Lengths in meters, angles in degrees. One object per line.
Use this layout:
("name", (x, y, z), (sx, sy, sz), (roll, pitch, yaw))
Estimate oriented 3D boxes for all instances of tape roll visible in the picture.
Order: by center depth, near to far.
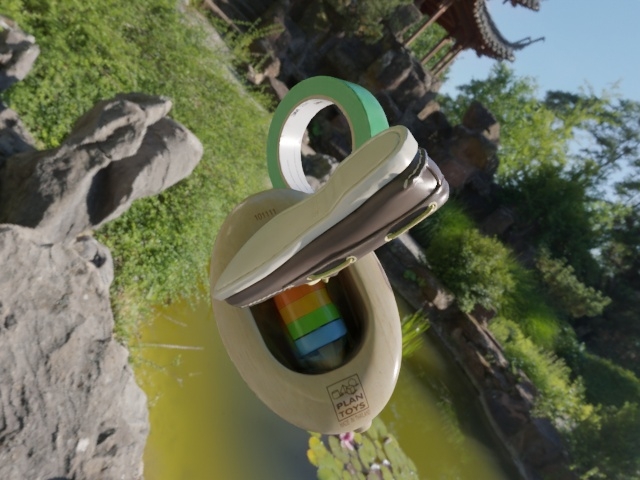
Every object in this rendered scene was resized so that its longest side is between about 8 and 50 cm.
("tape roll", (0.008, -0.207, 1.074), (0.077, 0.321, 0.321), (-6, 53, -49))

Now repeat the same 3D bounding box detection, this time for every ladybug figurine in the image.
("ladybug figurine", (-0.028, 0.126, 0.842), (0.162, 0.304, 0.450), (113, -44, -73))

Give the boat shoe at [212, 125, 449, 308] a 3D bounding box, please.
("boat shoe", (0.000, 0.000, 0.564), (0.096, 0.324, 0.117), (42, 26, -24))
